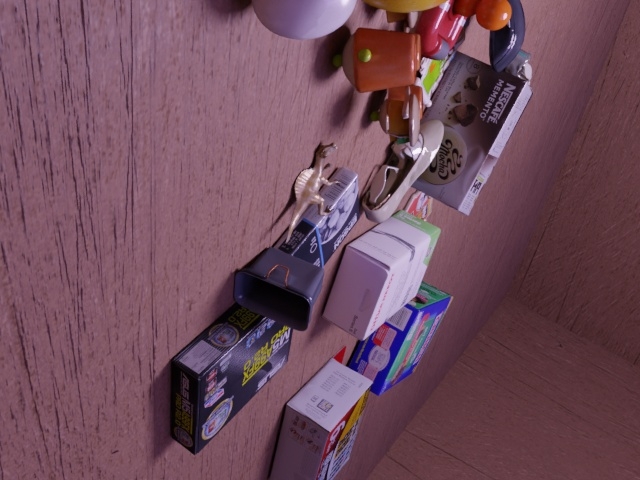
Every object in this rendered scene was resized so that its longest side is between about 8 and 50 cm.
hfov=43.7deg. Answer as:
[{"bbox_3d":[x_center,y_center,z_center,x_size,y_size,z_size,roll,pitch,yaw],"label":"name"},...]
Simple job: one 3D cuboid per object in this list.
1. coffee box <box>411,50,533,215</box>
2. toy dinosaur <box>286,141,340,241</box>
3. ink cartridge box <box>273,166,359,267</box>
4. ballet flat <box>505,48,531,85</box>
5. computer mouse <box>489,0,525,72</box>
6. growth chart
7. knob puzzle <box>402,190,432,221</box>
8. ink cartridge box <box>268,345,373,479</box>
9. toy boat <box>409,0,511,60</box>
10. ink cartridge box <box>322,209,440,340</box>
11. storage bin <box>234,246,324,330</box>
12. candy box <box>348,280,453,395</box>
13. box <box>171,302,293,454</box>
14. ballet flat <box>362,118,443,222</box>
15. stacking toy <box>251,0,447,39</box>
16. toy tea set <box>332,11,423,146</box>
[{"bbox_3d":[0.302,-0.224,1.691,0.297,0.168,0.119,-62,160,7],"label":"coffee box"},{"bbox_3d":[-0.019,-0.077,1.331,0.092,0.053,0.183,30,82,-54],"label":"toy dinosaur"},{"bbox_3d":[0.000,0.000,1.462,0.206,0.045,0.208,-52,159,-22],"label":"ink cartridge box"},{"bbox_3d":[0.509,-0.417,2.058,0.072,0.068,0.213,-56,159,-12],"label":"ballet flat"},{"bbox_3d":[0.358,-0.463,1.531,0.184,0.060,0.262,5,90,-66],"label":"computer mouse"},{"bbox_3d":[0.246,-0.381,1.562,0.237,0.021,0.172,-63,160,9],"label":"growth chart"},{"bbox_3d":[0.230,-0.049,1.954,0.213,0.030,0.213,-48,157,-29],"label":"knob puzzle"},{"bbox_3d":[0.017,0.460,1.994,0.272,0.130,0.309,-40,151,-45],"label":"ink cartridge box"},{"bbox_3d":[0.255,-0.408,1.358,0.231,0.151,0.151,-65,159,13],"label":"toy boat"},{"bbox_3d":[0.139,0.072,1.780,0.273,0.115,0.198,-30,144,-54],"label":"ink cartridge box"},{"bbox_3d":[-0.060,0.067,1.304,0.098,0.135,0.091,99,18,-44],"label":"storage bin"},{"bbox_3d":[0.223,0.262,2.221,0.317,0.122,0.268,-10,126,-66],"label":"candy box"},{"bbox_3d":[-0.145,0.207,1.376,0.270,0.060,0.216,-41,152,-41],"label":"box"},{"bbox_3d":[0.161,-0.149,1.602,0.248,0.086,0.086,-59,160,-1],"label":"ballet flat"},{"bbox_3d":[0.118,-0.391,0.966,0.480,0.350,0.350,-37,155,-10],"label":"stacking toy"},{"bbox_3d":[0.098,-0.266,1.294,0.336,0.124,0.200,75,19,-58],"label":"toy tea set"}]
